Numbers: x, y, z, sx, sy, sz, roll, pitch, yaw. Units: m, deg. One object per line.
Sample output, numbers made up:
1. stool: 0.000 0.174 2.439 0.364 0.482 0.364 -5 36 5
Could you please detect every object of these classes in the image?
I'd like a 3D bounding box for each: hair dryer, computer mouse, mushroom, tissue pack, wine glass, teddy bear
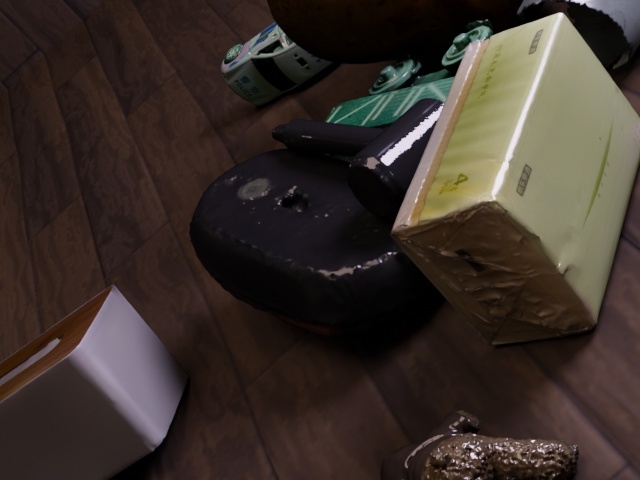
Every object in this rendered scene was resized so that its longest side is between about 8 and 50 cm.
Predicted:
1. hair dryer: 0.021 -0.090 1.214 0.248 0.071 0.114 13 47 46
2. computer mouse: 0.002 0.003 1.250 0.183 0.116 0.323 -46 40 -20
3. mushroom: 0.108 -0.338 1.414 0.345 0.260 0.345 -6 9 1
4. tissue pack: 0.174 -0.050 1.047 0.125 0.159 0.234 -16 37 43
5. wine glass: 0.307 -0.312 1.270 0.143 0.143 0.321 -7 44 50
6. tissue pack: -0.284 0.189 1.330 0.246 0.136 0.159 -34 16 18
7. teddy bear: 0.099 0.174 0.916 0.160 0.078 0.119 -8 46 47

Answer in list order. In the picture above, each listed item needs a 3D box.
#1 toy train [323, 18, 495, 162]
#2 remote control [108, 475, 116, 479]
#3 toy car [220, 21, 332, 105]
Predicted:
1. toy train: 0.115 -0.133 1.303 0.269 0.115 0.154 -5 40 50
2. remote control: -0.276 0.298 1.311 0.152 0.027 0.043 -37 21 10
3. toy car: -0.038 -0.259 1.726 0.224 0.090 0.076 -30 35 25
